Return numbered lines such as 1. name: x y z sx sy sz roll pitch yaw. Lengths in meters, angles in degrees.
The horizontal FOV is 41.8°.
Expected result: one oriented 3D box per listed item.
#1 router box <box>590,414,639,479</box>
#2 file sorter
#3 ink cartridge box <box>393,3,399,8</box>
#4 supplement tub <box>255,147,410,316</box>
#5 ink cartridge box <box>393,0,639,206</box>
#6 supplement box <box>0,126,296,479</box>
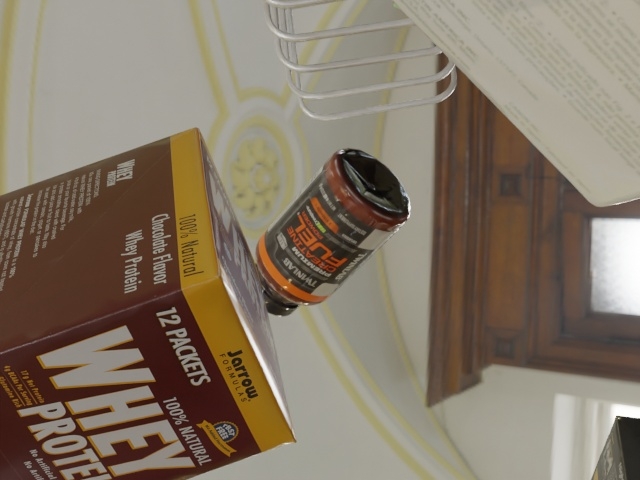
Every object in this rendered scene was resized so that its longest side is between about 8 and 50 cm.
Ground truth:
1. router box: 0.384 0.410 1.013 0.309 0.081 0.243 -77 -9 -48
2. file sorter: 0.040 -0.250 0.817 0.278 0.193 0.173 63 -160 -75
3. ink cartridge box: 0.183 -0.412 1.133 0.056 0.171 0.235 -9 -57 -50
4. supplement tub: 0.000 0.000 0.906 0.106 0.198 0.106 28 -145 -22
5. ink cartridge box: 0.131 -0.172 0.337 0.308 0.385 0.091 45 -104 -5
6. supplement box: -0.138 0.051 0.524 0.191 0.194 0.129 -110 0 -57
